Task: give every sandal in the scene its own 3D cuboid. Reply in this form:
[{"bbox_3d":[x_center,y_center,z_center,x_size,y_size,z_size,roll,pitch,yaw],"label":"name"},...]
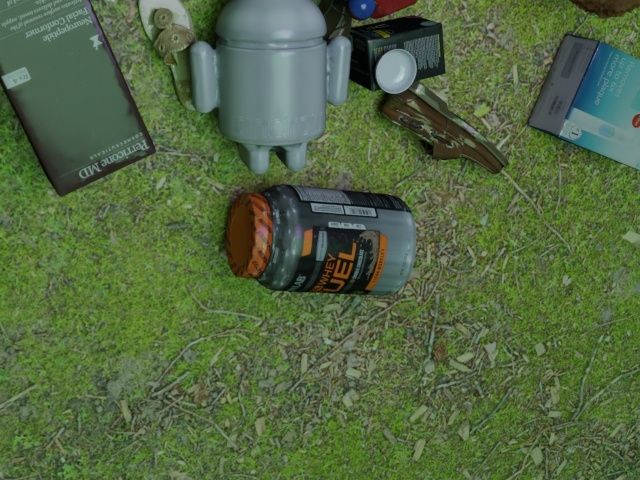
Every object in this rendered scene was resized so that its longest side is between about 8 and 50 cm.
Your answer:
[{"bbox_3d":[0.024,-0.436,1.879,0.072,0.049,0.180,15,88,-33],"label":"sandal"},{"bbox_3d":[-0.248,-0.340,1.772,0.088,0.079,0.240,-26,117,-13],"label":"sandal"}]

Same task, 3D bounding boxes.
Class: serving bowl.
[{"bbox_3d":[0.136,-0.317,1.840,0.083,0.027,0.083,-8,114,-20],"label":"serving bowl"}]

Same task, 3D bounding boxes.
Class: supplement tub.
[{"bbox_3d":[0.000,0.000,1.935,0.337,0.207,0.207,4,107,-24],"label":"supplement tub"}]

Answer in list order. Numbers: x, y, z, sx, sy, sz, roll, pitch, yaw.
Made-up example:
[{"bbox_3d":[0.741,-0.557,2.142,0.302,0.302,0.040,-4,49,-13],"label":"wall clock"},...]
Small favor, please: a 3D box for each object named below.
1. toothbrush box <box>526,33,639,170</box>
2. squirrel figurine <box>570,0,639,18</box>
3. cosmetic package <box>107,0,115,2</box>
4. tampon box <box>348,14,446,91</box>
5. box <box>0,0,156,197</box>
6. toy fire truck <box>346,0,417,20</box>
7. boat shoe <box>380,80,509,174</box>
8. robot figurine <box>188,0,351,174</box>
[{"bbox_3d":[0.631,-0.292,2.152,0.295,0.126,0.216,17,101,-29],"label":"toothbrush box"},{"bbox_3d":[0.580,-0.620,1.855,0.281,0.371,0.397,24,129,-30],"label":"squirrel figurine"},{"bbox_3d":[-0.371,-0.470,1.691,0.060,0.041,0.115,6,106,-25],"label":"cosmetic package"},{"bbox_3d":[0.142,-0.365,1.911,0.160,0.120,0.102,-16,116,-18],"label":"tampon box"},{"bbox_3d":[-0.447,-0.288,1.672,0.191,0.143,0.382,-28,119,-13],"label":"box"},{"bbox_3d":[0.067,-0.519,1.733,0.302,0.169,0.254,47,54,-29],"label":"toy fire truck"},{"bbox_3d":[0.251,-0.216,2.032,0.307,0.111,0.104,35,97,-21],"label":"boat shoe"},{"bbox_3d":[-0.087,-0.302,1.787,0.299,0.200,0.354,-8,112,-18],"label":"robot figurine"}]
